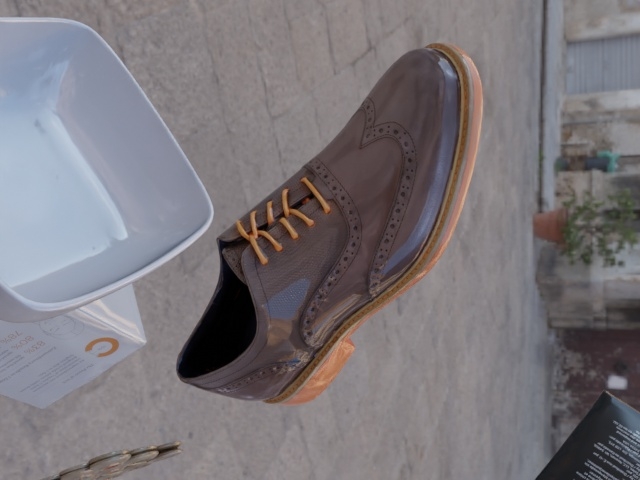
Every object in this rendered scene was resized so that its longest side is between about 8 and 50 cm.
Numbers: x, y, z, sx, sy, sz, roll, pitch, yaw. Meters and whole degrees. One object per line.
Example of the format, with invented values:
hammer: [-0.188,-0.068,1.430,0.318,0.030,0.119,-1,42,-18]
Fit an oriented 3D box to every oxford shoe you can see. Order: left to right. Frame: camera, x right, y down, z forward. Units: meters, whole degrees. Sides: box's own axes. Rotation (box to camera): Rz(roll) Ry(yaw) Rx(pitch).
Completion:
oxford shoe: [0.000,0.000,0.572,0.132,0.130,0.364,10,118,-39]

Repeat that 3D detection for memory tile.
memory tile: [-0.216,0.224,0.675,0.113,0.148,0.012,19,49,-62]

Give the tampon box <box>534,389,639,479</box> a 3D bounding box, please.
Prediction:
tampon box: [0.214,0.226,0.544,0.161,0.101,0.120,-39,143,-26]

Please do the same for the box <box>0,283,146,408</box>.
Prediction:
box: [-0.457,0.081,1.018,0.345,0.215,0.168,47,15,-51]

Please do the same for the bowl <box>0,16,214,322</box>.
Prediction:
bowl: [-0.136,-0.032,0.336,0.142,0.053,0.142,56,34,0]
